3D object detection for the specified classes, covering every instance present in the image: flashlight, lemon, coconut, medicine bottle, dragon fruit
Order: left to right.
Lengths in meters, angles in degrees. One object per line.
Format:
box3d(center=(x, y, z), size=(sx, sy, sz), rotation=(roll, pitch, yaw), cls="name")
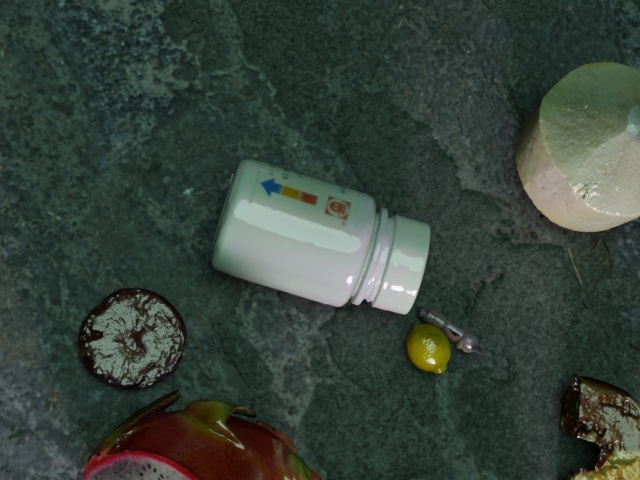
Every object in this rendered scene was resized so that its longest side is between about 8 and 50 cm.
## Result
box3d(center=(-0.137, 0.329, 1.795), size=(0.305, 0.305, 0.226), rotation=(47, 46, 4), cls="dragon fruit")
box3d(center=(0.000, 0.000, 1.934), size=(0.293, 0.170, 0.170), rotation=(16, 74, -4), cls="medicine bottle")
box3d(center=(0.157, 0.157, 1.979), size=(0.062, 0.062, 0.083), rotation=(-28, 80, -15), cls="lemon")
box3d(center=(0.190, 0.134, 2.006), size=(0.110, 0.052, 0.031), rotation=(32, 109, 6), cls="flashlight")
box3d(center=(0.416, -0.136, 1.998), size=(0.239, 0.244, 0.239), rotation=(2, 76, -8), cls="coconut")

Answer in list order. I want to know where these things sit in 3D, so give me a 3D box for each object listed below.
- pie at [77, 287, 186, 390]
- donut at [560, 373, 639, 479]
box3d(center=(-0.264, 0.138, 1.926), size=(0.154, 0.036, 0.154), rotation=(2, 76, -9), cls="pie")
box3d(center=(0.404, 0.315, 1.970), size=(0.141, 0.085, 0.217), rotation=(12, 76, -7), cls="donut")
